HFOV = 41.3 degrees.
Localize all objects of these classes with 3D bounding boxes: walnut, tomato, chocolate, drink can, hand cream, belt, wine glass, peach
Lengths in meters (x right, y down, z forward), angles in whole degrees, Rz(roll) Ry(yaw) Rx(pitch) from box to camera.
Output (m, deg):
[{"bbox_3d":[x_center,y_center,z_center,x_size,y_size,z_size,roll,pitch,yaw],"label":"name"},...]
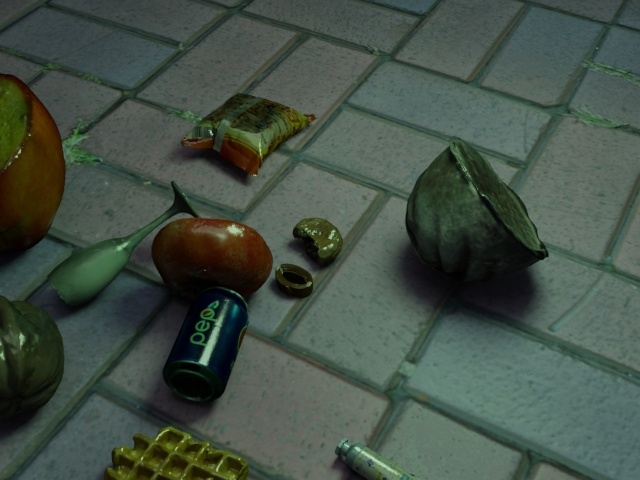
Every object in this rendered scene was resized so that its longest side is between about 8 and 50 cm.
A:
[{"bbox_3d":[-0.550,0.197,1.473,0.224,0.224,0.224,1,44,-1],"label":"walnut"},{"bbox_3d":[-0.208,0.051,1.626,0.236,0.237,0.095,3,61,1],"label":"tomato"},{"bbox_3d":[0.280,-0.031,1.694,0.213,0.303,0.303,-39,41,22],"label":"chocolate"},{"bbox_3d":[-0.204,0.187,1.549,0.118,0.118,0.205,9,46,7],"label":"drink can"},{"bbox_3d":[0.101,0.385,1.409,0.170,0.043,0.065,29,56,19],"label":"hand cream"},{"bbox_3d":[-0.055,0.083,1.718,0.083,0.036,0.059,24,55,21],"label":"belt"},{"bbox_3d":[-0.395,0.020,1.758,0.309,0.264,0.096,-37,89,-8],"label":"wine glass"},{"bbox_3d":[-0.690,-0.137,1.735,0.334,0.310,0.406,-14,53,-9],"label":"peach"}]

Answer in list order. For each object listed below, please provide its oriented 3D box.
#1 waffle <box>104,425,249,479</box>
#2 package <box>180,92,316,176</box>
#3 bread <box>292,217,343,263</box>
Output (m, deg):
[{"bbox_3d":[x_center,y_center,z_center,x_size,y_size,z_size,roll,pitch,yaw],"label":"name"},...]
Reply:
[{"bbox_3d":[-0.263,0.407,1.365,0.219,0.057,0.229,21,48,19],"label":"waffle"},{"bbox_3d":[-0.167,-0.271,2.026,0.223,0.108,0.288,21,45,17],"label":"package"},{"bbox_3d":[0.000,0.000,1.786,0.082,0.060,0.113,-24,52,-23],"label":"bread"}]
